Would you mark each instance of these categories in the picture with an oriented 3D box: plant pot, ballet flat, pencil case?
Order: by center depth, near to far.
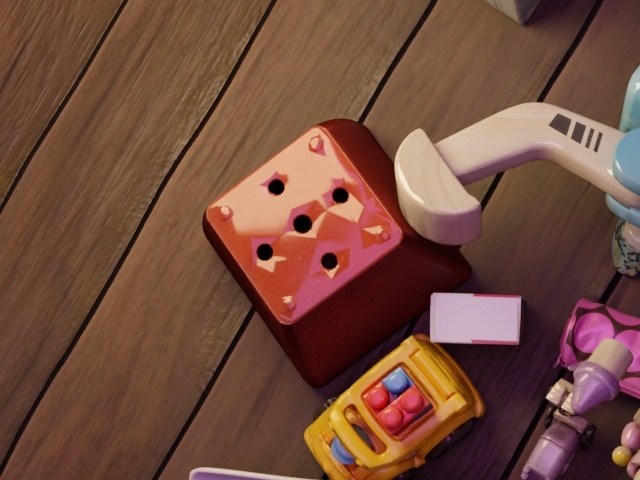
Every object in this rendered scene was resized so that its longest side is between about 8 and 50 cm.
[{"bbox_3d":[0.398,0.155,1.565,0.209,0.095,0.098,21,51,16],"label":"pencil case"},{"bbox_3d":[0.000,0.000,1.596,0.267,0.236,0.267,-37,75,4],"label":"plant pot"},{"bbox_3d":[0.422,-0.045,1.605,0.070,0.070,0.188,24,86,14],"label":"ballet flat"}]

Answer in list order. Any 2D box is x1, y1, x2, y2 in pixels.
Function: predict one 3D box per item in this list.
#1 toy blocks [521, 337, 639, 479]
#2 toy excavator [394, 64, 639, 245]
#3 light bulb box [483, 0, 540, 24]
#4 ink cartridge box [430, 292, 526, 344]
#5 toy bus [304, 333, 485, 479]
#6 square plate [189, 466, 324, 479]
[{"bbox_3d":[0.334,0.311,1.402,0.309,0.288,0.260,30,63,22],"label":"toy blocks"},{"bbox_3d":[0.368,-0.102,1.471,0.445,0.222,0.433,30,69,23],"label":"toy excavator"},{"bbox_3d":[0.208,-0.541,1.648,0.361,0.225,0.358,36,90,15],"label":"light bulb box"},{"bbox_3d":[0.199,0.100,1.583,0.109,0.150,0.063,0,85,12],"label":"ink cartridge box"},{"bbox_3d":[0.079,0.222,1.557,0.220,0.211,0.149,-40,77,4],"label":"toy bus"},{"bbox_3d":[0.009,0.452,1.574,0.347,0.049,0.344,2,101,12],"label":"square plate"}]
